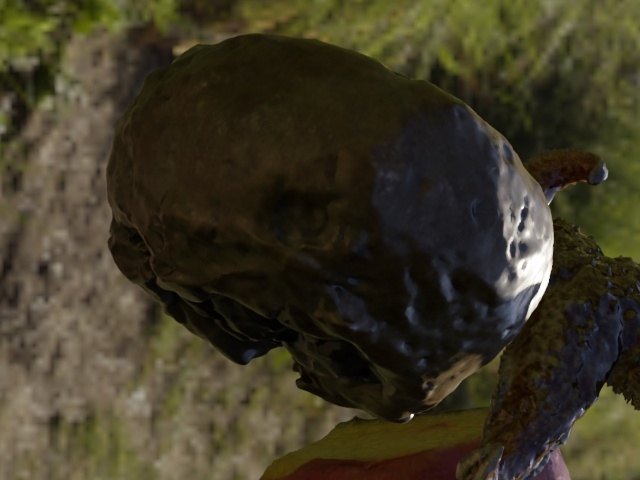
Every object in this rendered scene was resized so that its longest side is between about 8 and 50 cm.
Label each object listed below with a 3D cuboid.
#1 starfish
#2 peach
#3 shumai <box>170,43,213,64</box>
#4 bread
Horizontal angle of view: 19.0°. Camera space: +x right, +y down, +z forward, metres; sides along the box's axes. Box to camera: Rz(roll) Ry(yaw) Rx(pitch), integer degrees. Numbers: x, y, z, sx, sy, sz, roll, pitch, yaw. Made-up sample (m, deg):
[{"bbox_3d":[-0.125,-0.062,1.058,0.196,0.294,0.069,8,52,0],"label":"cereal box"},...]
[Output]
[{"bbox_3d":[0.173,0.051,1.171,0.312,0.303,0.113,-31,148,-47],"label":"starfish"},{"bbox_3d":[0.083,0.326,1.843,0.242,0.306,0.380,-28,134,-63],"label":"peach"},{"bbox_3d":[-0.083,-0.073,1.714,0.120,0.201,0.201,23,61,-39],"label":"shumai"},{"bbox_3d":[0.000,0.000,0.922,0.230,0.230,0.123,67,41,-61],"label":"bread"}]
